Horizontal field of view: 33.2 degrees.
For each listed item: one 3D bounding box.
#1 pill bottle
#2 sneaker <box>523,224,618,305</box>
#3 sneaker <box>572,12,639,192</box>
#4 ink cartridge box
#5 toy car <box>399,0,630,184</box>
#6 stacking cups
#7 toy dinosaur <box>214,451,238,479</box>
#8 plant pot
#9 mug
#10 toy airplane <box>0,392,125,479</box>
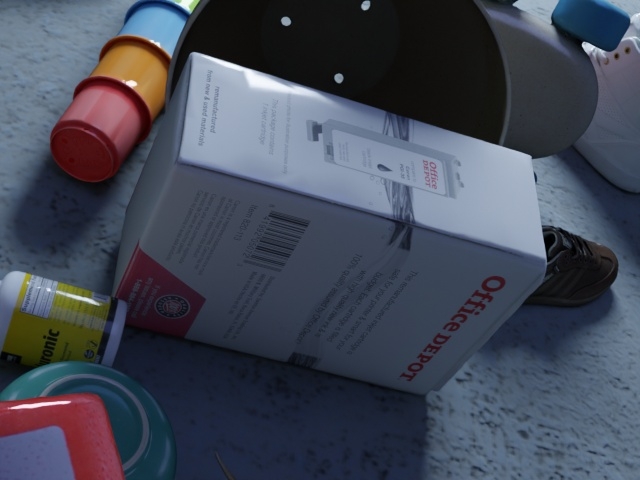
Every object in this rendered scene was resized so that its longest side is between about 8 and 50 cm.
[{"bbox_3d":[-0.204,0.059,0.777,0.116,0.065,0.065,17,45,-12],"label":"pill bottle"},{"bbox_3d":[0.229,0.021,1.036,0.188,0.071,0.066,-7,55,-32],"label":"sneaker"},{"bbox_3d":[0.304,-0.210,1.217,0.292,0.169,0.108,43,47,15],"label":"sneaker"},{"bbox_3d":[0.000,0.000,0.835,0.282,0.207,0.117,15,49,-16],"label":"ink cartridge box"},{"bbox_3d":[0.182,-0.187,1.148,0.210,0.219,0.238,28,15,-3],"label":"toy car"},{"bbox_3d":[-0.149,-0.175,0.998,0.096,0.096,0.316,25,45,-6],"label":"stacking cups"},{"bbox_3d":[0.004,0.208,0.775,0.183,0.053,0.093,14,30,-26],"label":"toy dinosaur"},{"bbox_3d":[0.012,-0.154,0.957,0.284,0.284,0.191,18,29,-13],"label":"plant pot"},{"bbox_3d":[-0.148,0.150,0.699,0.157,0.097,0.129,29,43,-1],"label":"mug"},{"bbox_3d":[-0.323,0.149,0.433,0.386,0.272,0.384,33,75,-4],"label":"toy airplane"}]
